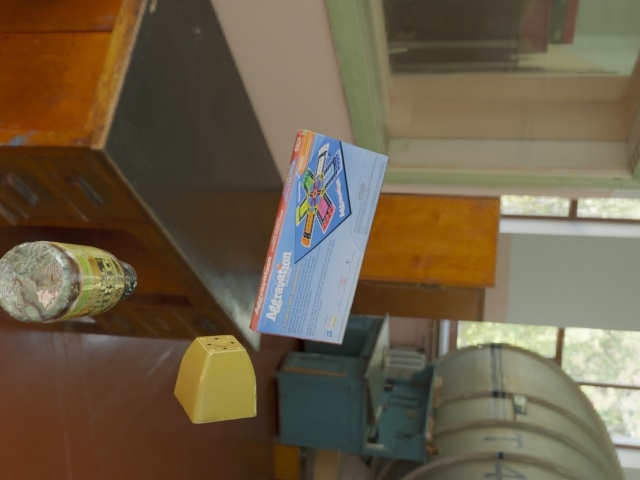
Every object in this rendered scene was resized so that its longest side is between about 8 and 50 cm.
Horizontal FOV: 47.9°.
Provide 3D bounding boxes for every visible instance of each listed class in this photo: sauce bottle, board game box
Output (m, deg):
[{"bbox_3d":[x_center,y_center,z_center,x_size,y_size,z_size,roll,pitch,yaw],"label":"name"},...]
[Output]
[{"bbox_3d":[-0.358,0.059,1.078,0.344,0.111,0.112,20,72,-87],"label":"sauce bottle"},{"bbox_3d":[0.000,0.000,1.012,0.027,0.145,0.282,17,-87,58],"label":"board game box"}]

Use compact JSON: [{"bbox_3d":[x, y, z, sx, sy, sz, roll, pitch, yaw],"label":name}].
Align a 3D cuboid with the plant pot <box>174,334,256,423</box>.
[{"bbox_3d":[-0.125,0.161,0.873,0.081,0.081,0.083,29,-65,58],"label":"plant pot"}]
